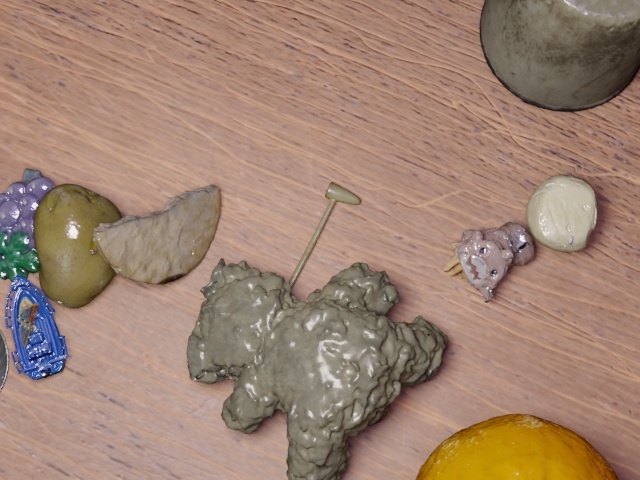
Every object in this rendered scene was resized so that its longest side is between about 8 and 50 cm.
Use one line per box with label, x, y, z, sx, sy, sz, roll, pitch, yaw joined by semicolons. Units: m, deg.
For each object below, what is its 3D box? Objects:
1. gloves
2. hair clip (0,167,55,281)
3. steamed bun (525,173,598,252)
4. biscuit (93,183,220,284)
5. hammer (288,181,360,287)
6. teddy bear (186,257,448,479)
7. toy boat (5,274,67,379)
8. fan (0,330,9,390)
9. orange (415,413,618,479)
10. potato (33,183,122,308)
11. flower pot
gloves;0.281;0.022;1.926;0.144;0.094;0.110;-42;93;-16
hair clip;-0.501;-0.023;1.955;0.124;0.052;0.195;8;87;9
steamed bun;0.394;-0.042;1.935;0.112;0.091;0.130;9;76;-3
biscuit;-0.254;0.003;1.901;0.250;0.032;0.133;-25;114;-39
hammer;0.000;0.000;1.963;0.060;0.028;0.195;27;83;-2
teddy bear;-0.033;0.170;1.860;0.367;0.224;0.357;38;82;22
toy boat;-0.467;0.134;1.885;0.091;0.110;0.175;-18;78;-4
fan;-0.592;0.243;1.913;0.223;0.012;0.294;-40;81;-9
orange;0.297;0.428;1.738;0.340;0.293;0.341;0;81;-2
potato;-0.398;0.013;1.896;0.157;0.157;0.194;20;102;4
flower pot;0.427;-0.398;1.889;0.293;0.330;0.294;0;77;-2
